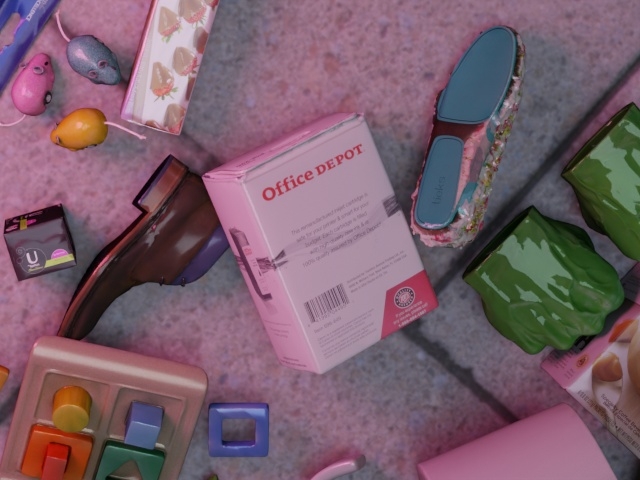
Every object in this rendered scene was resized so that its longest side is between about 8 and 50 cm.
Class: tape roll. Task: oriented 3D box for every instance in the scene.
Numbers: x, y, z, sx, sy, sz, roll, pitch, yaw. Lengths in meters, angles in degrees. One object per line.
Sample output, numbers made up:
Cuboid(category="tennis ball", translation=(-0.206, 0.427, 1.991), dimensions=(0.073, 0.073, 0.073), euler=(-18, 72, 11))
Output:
Cuboid(category="tape roll", translation=(0.220, 0.307, 1.876), dimensions=(0.169, 0.246, 0.246), euler=(-23, 103, -5))

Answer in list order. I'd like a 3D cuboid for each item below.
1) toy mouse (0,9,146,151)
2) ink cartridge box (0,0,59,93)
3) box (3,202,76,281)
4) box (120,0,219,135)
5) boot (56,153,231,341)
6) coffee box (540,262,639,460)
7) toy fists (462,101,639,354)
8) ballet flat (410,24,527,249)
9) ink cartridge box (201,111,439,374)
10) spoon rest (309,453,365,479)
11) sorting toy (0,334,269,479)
Cuboid(category="toy mouse", translation=(-0.253, -0.158, 1.802), dimensions=(0.161, 0.031, 0.143), euler=(-8, 85, 22))
Cuboid(category="ink cartridge box", translation=(-0.421, -0.268, 1.765), dimensions=(0.333, 0.065, 0.165), euler=(31, 94, -14))
Cuboid(category="box", translation=(-0.277, 0.002, 1.825), dimensions=(0.062, 0.083, 0.052), euler=(-17, 102, -6))
Cuboid(category="box", translation=(-0.123, -0.265, 1.809), dimensions=(0.063, 0.067, 0.324), euler=(16, 99, -11))
Cuboid(category="boot", translation=(-0.170, 0.032, 1.849), dimensions=(0.106, 0.082, 0.219), euler=(34, 92, -10))
Cuboid(category="coffee box", translation=(0.373, 0.098, 1.934), dimensions=(0.141, 0.098, 0.246), euler=(42, 92, -14))
Cuboid(category="toy fists", translation=(0.282, -0.004, 1.907), dimensions=(0.142, 0.096, 0.279), euler=(44, 93, -3))
Cuboid(category="ballet flat", translation=(0.153, -0.100, 1.873), dimensions=(0.077, 0.091, 0.241), euler=(38, 71, -55))
Cuboid(category="ink cartridge box", translation=(0.000, 0.000, 1.841), dimensions=(0.158, 0.092, 0.218), euler=(-28, 106, -25))
Cuboid(category="spoon rest", translation=(0.027, 0.367, 1.931), dimensions=(0.084, 0.137, 0.276), euler=(-9, 87, 13))
Cuboid(category="sorting toy", translation=(-0.223, 0.200, 1.863), dimensions=(0.348, 0.047, 0.196), euler=(13, 119, -10))
